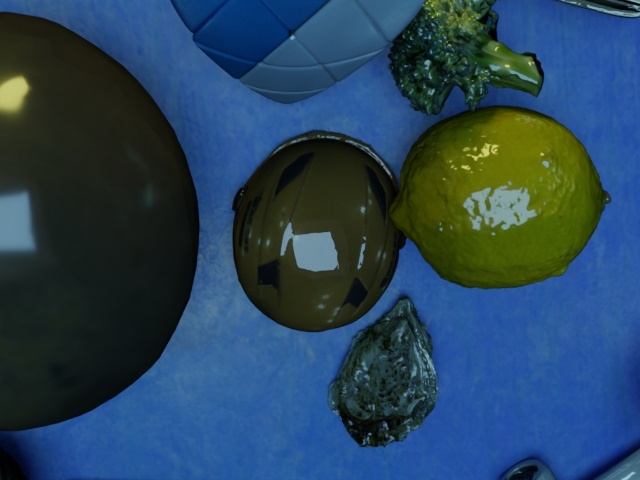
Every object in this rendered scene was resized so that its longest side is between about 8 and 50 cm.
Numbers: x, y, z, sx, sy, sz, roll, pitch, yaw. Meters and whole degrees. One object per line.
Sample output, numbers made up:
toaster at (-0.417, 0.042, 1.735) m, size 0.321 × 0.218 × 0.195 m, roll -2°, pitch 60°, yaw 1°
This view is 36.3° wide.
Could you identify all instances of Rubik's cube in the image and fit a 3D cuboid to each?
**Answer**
Rubik's cube at (-0.039, -0.257, 0.988) m, size 0.255 × 0.254 × 0.254 m, roll 0°, pitch 104°, yaw -2°

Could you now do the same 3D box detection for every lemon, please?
lemon at (0.185, -0.045, 1.015) m, size 0.231 × 0.192 × 0.192 m, roll -5°, pitch 104°, yaw 0°

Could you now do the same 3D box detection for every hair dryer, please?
hair dryer at (0.343, 0.287, 1.168) m, size 0.236 × 0.073 × 0.131 m, roll -33°, pitch 101°, yaw 3°

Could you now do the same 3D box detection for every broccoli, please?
broccoli at (0.149, -0.189, 0.983) m, size 0.160 × 0.167 × 0.154 m, roll 17°, pitch 78°, yaw 10°

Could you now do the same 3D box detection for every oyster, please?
oyster at (0.080, 0.160, 1.133) m, size 0.125 × 0.064 × 0.177 m, roll 41°, pitch 110°, yaw 4°

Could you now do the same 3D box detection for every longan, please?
longan at (-0.289, -0.016, 0.936) m, size 0.336 × 0.404 × 0.404 m, roll -25°, pitch 106°, yaw -33°

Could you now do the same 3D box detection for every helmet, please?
helmet at (0.000, 0.000, 1.054) m, size 0.198 × 0.130 × 0.224 m, roll 14°, pitch 102°, yaw -9°

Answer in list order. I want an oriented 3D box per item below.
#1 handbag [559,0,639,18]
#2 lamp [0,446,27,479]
handbag at (0.272, -0.418, 0.948) m, size 0.237 × 0.160 × 0.358 m, roll 15°, pitch 102°, yaw 0°
lamp at (-0.419, 0.333, 1.068) m, size 0.247 × 0.247 × 0.246 m, roll 0°, pitch 104°, yaw -2°
